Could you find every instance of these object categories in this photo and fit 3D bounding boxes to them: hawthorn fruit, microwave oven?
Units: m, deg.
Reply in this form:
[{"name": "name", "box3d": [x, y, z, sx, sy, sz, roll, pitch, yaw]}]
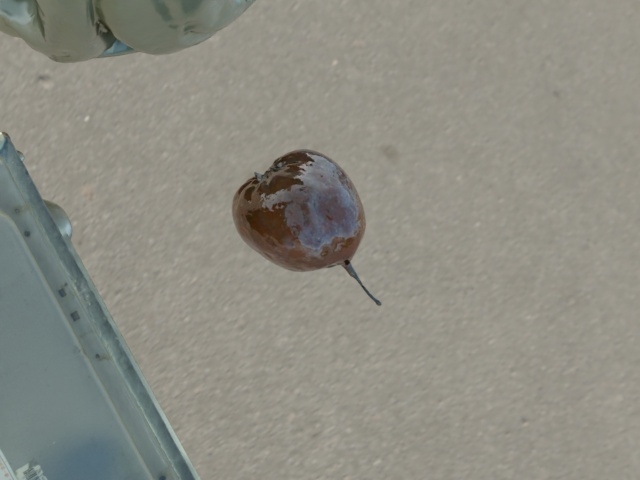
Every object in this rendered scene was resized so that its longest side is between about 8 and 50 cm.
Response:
[{"name": "hawthorn fruit", "box3d": [0.000, 0.000, 0.719, 0.103, 0.067, 0.067, 51, 51, -7]}, {"name": "microwave oven", "box3d": [-0.144, 0.099, 0.554, 0.145, 0.194, 0.240, -30, 94, -32]}]

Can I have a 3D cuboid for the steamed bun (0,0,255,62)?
[{"name": "steamed bun", "box3d": [-0.138, -0.289, 0.669, 0.368, 0.342, 0.255, 35, 7, 37]}]
